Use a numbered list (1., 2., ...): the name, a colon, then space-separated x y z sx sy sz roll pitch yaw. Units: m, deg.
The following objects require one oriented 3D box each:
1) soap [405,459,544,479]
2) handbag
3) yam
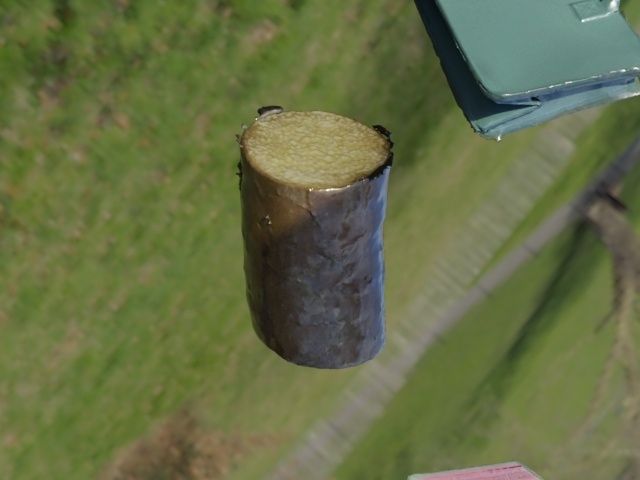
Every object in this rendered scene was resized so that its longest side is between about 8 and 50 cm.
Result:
1. soap: 0.117 0.203 1.122 0.149 0.056 0.100 0 111 -38
2. handbag: 0.150 -0.190 1.291 0.144 0.221 0.057 -15 148 -9
3. yam: -0.003 0.000 0.876 0.084 0.084 0.127 -33 137 -41
